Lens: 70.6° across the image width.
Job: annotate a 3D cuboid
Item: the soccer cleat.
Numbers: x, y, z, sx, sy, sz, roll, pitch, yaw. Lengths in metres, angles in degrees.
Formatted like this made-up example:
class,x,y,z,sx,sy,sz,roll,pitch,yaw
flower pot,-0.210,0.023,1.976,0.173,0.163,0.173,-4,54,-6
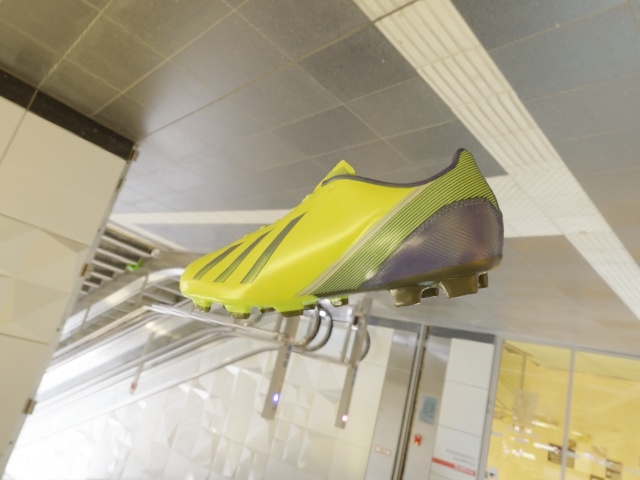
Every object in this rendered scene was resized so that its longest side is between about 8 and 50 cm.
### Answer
class,x,y,z,sx,sy,sz,roll,pitch,yaw
soccer cleat,0.001,0.000,0.384,0.289,0.121,0.093,-10,175,26
